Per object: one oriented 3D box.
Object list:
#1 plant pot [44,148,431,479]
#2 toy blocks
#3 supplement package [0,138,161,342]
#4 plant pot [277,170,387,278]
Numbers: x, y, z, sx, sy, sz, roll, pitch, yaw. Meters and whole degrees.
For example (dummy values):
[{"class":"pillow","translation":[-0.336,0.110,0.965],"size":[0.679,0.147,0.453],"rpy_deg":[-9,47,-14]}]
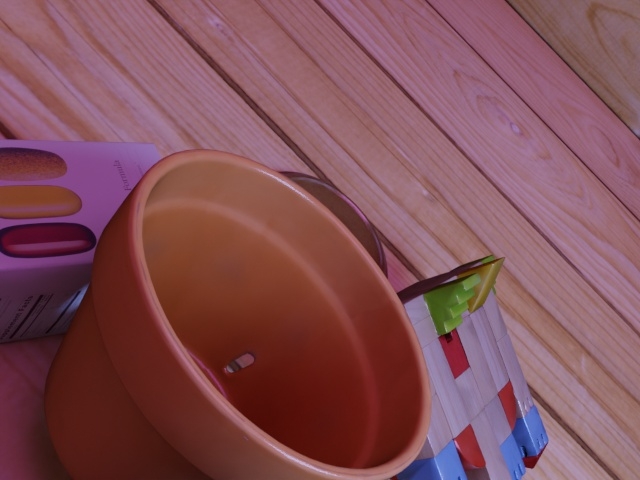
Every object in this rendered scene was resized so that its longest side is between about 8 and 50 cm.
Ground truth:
[{"class":"plant pot","translation":[-0.082,0.102,0.667],"size":[0.291,0.203,0.291],"rpy_deg":[34,31,-24]},{"class":"toy blocks","translation":[0.138,0.184,0.928],"size":[0.381,0.190,0.261],"rpy_deg":[-17,87,-58]},{"class":"supplement package","translation":[-0.257,0.001,0.747],"size":[0.244,0.134,0.139],"rpy_deg":[-6,60,-45]},{"class":"plant pot","translation":[0.000,0.000,1.069],"size":[0.236,0.032,0.236],"rpy_deg":[24,44,-26]}]
